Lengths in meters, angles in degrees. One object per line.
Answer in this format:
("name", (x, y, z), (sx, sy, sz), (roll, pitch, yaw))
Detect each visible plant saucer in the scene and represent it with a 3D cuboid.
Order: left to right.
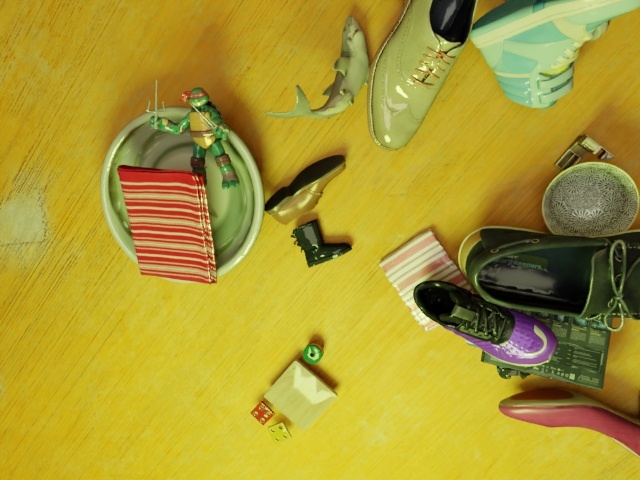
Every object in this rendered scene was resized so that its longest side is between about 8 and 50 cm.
("plant saucer", (-0.307, -0.105, 1.280), (0.401, 0.100, 0.400), (3, 103, 13))

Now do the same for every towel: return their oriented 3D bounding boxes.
("towel", (-0.328, -0.030, 1.193), (0.199, 0.031, 0.274), (7, 120, 15))
("towel", (0.239, 0.090, 1.226), (0.144, 0.029, 0.197), (-34, 89, 18))

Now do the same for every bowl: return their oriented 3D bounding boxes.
("bowl", (0.519, -0.080, 1.083), (0.170, 0.080, 0.170), (6, 114, 13))

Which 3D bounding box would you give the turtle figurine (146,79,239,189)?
("turtle figurine", (-0.241, -0.220, 1.127), (0.175, 0.118, 0.234), (5, 120, 29))

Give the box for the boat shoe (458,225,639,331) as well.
("boat shoe", (0.510, 0.070, 1.018), (0.501, 0.156, 0.186), (6, 111, 12))

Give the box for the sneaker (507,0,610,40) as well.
("sneaker", (0.429, -0.474, 1.034), (0.258, 0.094, 0.091), (35, 84, 4))

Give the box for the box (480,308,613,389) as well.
("box", (0.464, 0.187, 1.137), (0.233, 0.059, 0.183), (11, 80, 11))

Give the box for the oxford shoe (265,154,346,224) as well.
("oxford shoe", (-0.022, -0.112, 1.235), (0.212, 0.076, 0.076), (-35, 122, 16))

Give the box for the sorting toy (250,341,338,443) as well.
("sorting toy", (-0.050, 0.375, 1.347), (0.132, 0.046, 0.274), (40, 108, 3))

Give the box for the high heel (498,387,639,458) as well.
("high heel", (0.567, 0.409, 1.152), (0.378, 0.127, 0.181), (-1, 91, 11))

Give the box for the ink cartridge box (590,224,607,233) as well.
("ink cartridge box", (0.574, 0.013, 1.122), (0.048, 0.028, 0.083), (-30, 93, 18))

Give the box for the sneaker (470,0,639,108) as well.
("sneaker", (0.436, -0.341, 0.974), (0.127, 0.319, 0.208), (-45, 116, -23))

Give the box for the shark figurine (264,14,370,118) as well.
("shark figurine", (0.020, -0.306, 1.141), (0.116, 0.278, 0.166), (3, 140, 51))

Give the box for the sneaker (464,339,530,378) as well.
("sneaker", (0.386, 0.257, 1.206), (0.152, 0.058, 0.084), (10, 96, 5))

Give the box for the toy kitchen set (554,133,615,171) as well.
("toy kitchen set", (0.511, -0.155, 1.072), (0.068, 0.083, 0.075), (38, 108, 4))

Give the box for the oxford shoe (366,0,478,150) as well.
("oxford shoe", (0.190, -0.349, 1.052), (0.141, 0.146, 0.396), (8, 115, -16))

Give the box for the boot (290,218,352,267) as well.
("boot", (0.000, 0.000, 1.257), (0.121, 0.045, 0.099), (-21, 93, 18))

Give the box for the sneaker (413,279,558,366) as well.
("sneaker", (0.302, 0.155, 1.075), (0.293, 0.146, 0.102), (22, 86, 34))
